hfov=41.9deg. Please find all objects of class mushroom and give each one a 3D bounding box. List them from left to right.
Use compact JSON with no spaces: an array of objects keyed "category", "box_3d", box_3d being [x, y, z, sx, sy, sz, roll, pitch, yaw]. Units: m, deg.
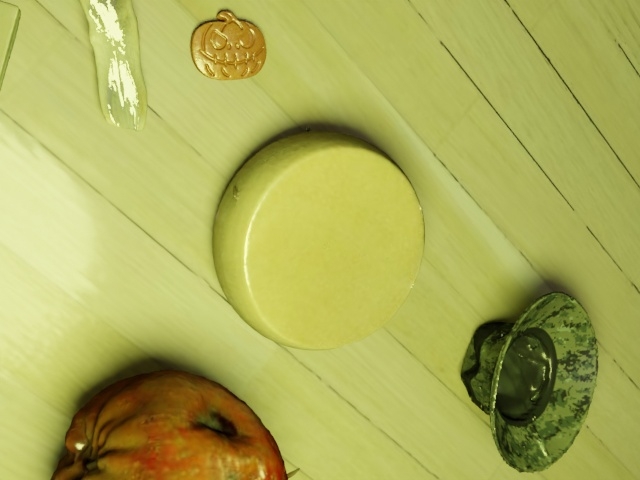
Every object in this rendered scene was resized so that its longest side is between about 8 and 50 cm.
[{"category":"mushroom","box_3d":[-0.222,-0.215,0.892,0.059,0.054,0.202,-16,113,-18]}]

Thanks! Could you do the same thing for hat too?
[{"category":"hat","box_3d":[0.275,0.187,1.184,0.265,0.128,0.266,-9,103,-41]}]

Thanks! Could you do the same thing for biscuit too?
[{"category":"biscuit","box_3d":[-0.105,-0.225,0.964,0.091,0.015,0.078,-12,106,-25]}]

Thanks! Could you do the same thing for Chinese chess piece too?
[{"category":"Chinese chess piece","box_3d":[0.000,0.000,1.017,0.273,0.102,0.273,-7,105,-26]}]

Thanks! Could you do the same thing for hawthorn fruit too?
[{"category":"hawthorn fruit","box_3d":[-0.165,0.271,0.912,0.258,0.258,0.262,-41,131,-14]}]

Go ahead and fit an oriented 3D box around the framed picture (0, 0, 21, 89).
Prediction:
[{"category":"framed picture","box_3d":[-0.440,-0.132,0.689,0.324,0.020,0.241,17,93,-14]}]
